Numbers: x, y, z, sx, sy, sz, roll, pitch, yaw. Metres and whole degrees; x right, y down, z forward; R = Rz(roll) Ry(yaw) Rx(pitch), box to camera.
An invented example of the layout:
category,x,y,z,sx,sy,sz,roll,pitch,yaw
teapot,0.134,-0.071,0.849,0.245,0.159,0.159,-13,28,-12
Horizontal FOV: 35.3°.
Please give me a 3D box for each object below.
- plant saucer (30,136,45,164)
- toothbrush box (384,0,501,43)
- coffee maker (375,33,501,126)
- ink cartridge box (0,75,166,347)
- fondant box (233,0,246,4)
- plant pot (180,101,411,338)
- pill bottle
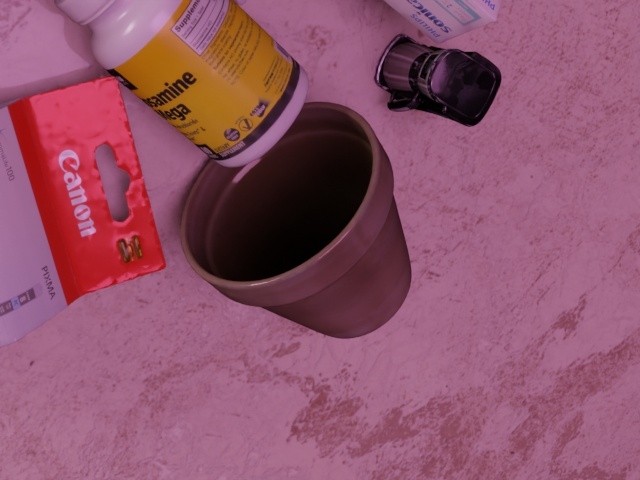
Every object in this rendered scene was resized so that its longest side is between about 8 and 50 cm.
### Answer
category,x,y,z,sx,sy,sz,roll,pitch,yaw
plant saucer,-0.506,-0.057,1.379,0.259,0.047,0.259,8,102,-27
toothbrush box,0.175,-0.475,1.467,0.216,0.126,0.296,33,64,-30
coffee maker,0.202,-0.251,1.583,0.171,0.178,0.120,0,106,-26
ink cartridge box,-0.413,-0.025,1.356,0.384,0.091,0.308,-19,113,-18
fondant box,-0.109,-0.532,1.395,0.238,0.096,0.330,39,88,-30
plant pot,0.000,0.000,1.519,0.323,0.323,0.280,-47,135,-5
pill bottle,-0.190,-0.266,1.385,0.334,0.188,0.188,40,87,-29
